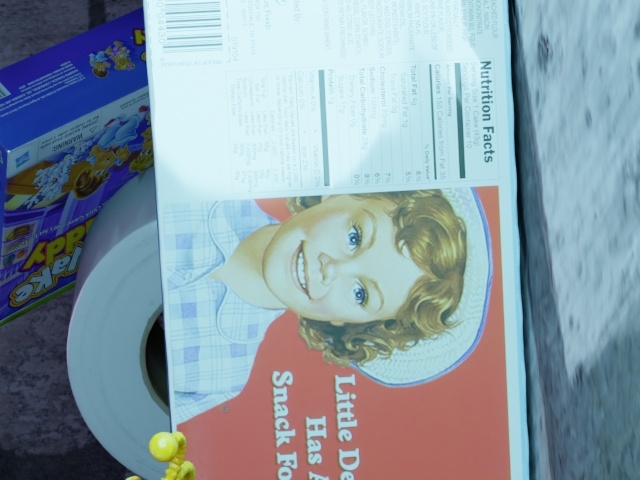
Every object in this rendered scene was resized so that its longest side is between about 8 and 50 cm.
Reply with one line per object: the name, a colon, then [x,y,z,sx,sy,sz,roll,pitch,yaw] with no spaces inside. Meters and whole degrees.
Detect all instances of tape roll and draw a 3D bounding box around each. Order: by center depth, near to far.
tape roll: [-0.081,0.064,1.423,0.169,0.246,0.246,-103,10,-71]

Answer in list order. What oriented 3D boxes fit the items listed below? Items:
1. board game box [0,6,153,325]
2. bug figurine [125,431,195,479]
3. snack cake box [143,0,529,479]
board game box: [-0.154,-0.093,1.515,0.078,0.347,0.233,46,146,22]
bug figurine: [0.004,0.175,0.663,0.072,0.216,0.279,-59,-12,-24]
snack cake box: [0.006,0.002,0.756,0.089,0.152,0.264,-126,33,-84]
